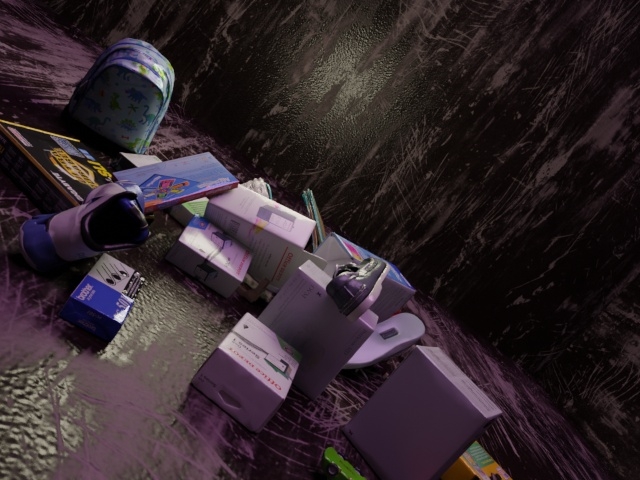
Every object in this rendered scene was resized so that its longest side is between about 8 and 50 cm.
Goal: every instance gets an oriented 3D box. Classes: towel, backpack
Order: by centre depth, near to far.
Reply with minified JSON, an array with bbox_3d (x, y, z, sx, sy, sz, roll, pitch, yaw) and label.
[{"bbox_3d":[-0.606,-0.445,1.669,0.290,0.355,0.273,35,13,-22],"label":"backpack"},{"bbox_3d":[0.000,0.000,2.047,0.370,0.040,0.271,68,9,-68],"label":"towel"}]

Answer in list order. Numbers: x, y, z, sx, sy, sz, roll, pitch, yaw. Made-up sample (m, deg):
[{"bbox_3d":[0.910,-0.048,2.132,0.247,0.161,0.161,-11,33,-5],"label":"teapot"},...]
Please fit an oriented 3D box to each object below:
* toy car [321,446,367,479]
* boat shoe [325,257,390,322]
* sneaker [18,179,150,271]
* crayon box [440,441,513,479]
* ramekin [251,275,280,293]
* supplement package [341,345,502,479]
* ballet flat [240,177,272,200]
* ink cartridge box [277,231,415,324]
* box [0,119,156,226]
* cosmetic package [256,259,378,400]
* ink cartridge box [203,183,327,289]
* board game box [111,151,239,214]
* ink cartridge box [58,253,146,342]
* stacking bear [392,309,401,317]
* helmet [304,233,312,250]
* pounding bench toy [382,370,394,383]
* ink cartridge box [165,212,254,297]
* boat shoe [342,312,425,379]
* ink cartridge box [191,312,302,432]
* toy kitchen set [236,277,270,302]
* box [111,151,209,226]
[{"bbox_3d":[0.082,0.473,0.973,0.225,0.053,0.239,40,11,11],"label":"toy car"},{"bbox_3d":[0.080,0.082,1.200,0.099,0.116,0.319,42,16,-1],"label":"boat shoe"},{"bbox_3d":[-0.395,-0.035,1.034,0.315,0.182,0.127,-61,141,-67],"label":"sneaker"},{"bbox_3d":[0.338,0.545,1.421,0.323,0.083,0.203,45,13,33],"label":"crayon box"},{"bbox_3d":[-0.141,0.073,1.710,0.207,0.109,0.207,37,12,-9],"label":"ramekin"},{"bbox_3d":[0.220,0.396,1.171,0.204,0.262,0.145,46,13,31],"label":"supplement package"},{"bbox_3d":[-0.260,-0.091,1.703,0.147,0.147,0.409,38,-23,-2],"label":"ballet flat"},{"bbox_3d":[0.106,0.173,1.678,0.395,0.270,0.151,28,20,-41],"label":"ink cartridge box"},{"bbox_3d":[-0.578,-0.137,1.249,0.322,0.079,0.257,42,10,16],"label":"box"},{"bbox_3d":[-0.021,0.207,1.259,0.225,0.224,0.138,39,11,3],"label":"cosmetic package"},{"bbox_3d":[-0.150,0.001,1.492,0.354,0.207,0.119,27,46,-2],"label":"ink cartridge box"},{"bbox_3d":[-0.362,-0.151,1.359,0.281,0.027,0.145,-22,55,-40],"label":"board game box"},{"bbox_3d":[-0.391,0.099,0.980,0.097,0.046,0.207,34,12,-16],"label":"ink cartridge box"},{"bbox_3d":[0.226,0.241,1.973,0.164,0.175,0.288,3,60,-30],"label":"stacking bear"},{"bbox_3d":[-0.113,-0.020,2.027,0.169,0.161,0.169,37,11,-9],"label":"helmet"},{"bbox_3d":[0.225,0.430,1.593,0.083,0.052,0.065,29,15,-40],"label":"pounding bench toy"},{"bbox_3d":[-0.282,0.038,1.386,0.191,0.082,0.139,34,32,-14],"label":"ink cartridge box"},{"bbox_3d":[0.136,0.320,1.565,0.367,0.156,0.136,-12,50,-38],"label":"boat shoe"},{"bbox_3d":[-0.136,0.252,1.057,0.160,0.092,0.219,38,11,-1],"label":"ink cartridge box"},{"bbox_3d":[-0.190,0.115,1.475,0.083,0.075,0.068,40,10,8],"label":"toy kitchen set"},{"bbox_3d":[-0.477,-0.158,1.709,0.322,0.058,0.232,38,11,5],"label":"box"}]
